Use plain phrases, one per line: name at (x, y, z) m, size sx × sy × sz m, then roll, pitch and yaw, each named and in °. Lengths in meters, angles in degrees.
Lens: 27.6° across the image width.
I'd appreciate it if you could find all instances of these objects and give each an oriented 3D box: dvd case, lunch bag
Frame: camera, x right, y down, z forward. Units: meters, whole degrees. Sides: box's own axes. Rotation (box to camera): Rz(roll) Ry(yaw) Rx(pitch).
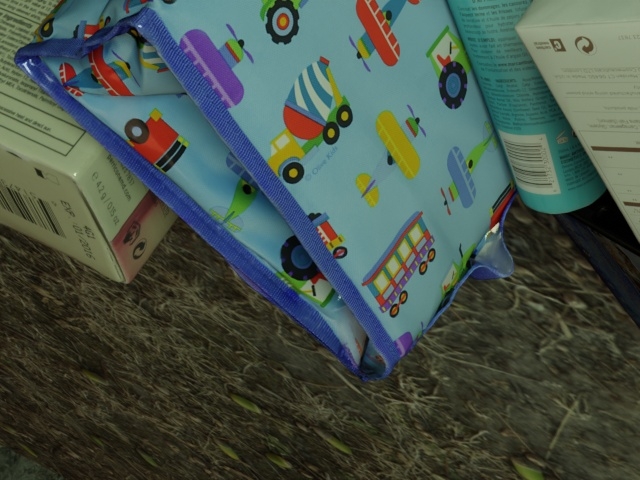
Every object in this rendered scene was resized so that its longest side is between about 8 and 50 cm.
dvd case at (0.248, 0.058, 0.811) m, size 0.180 × 0.022 × 0.253 m, roll 48°, pitch 177°, yaw -28°
lunch bag at (0.025, -0.080, 0.715) m, size 0.293 × 0.221 × 0.138 m, roll 48°, pitch 153°, yaw -27°

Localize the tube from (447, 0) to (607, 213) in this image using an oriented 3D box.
tube at (0.105, -0.106, 0.678) m, size 0.080 × 0.052 × 0.207 m, roll -9°, pitch 130°, yaw 19°

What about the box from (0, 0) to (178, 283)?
box at (-0.129, -0.115, 0.831) m, size 0.148 × 0.232 × 0.127 m, roll 24°, pitch 154°, yaw 22°

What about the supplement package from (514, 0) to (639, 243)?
supplement package at (0.186, -0.064, 0.575) m, size 0.105 × 0.105 × 0.179 m, roll 6°, pitch 143°, yaw 47°
